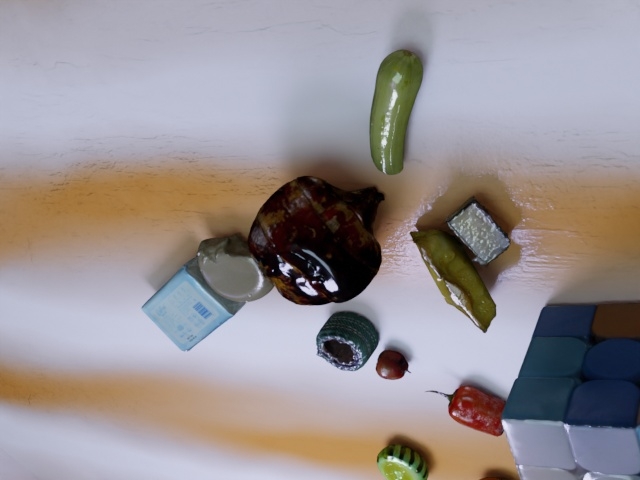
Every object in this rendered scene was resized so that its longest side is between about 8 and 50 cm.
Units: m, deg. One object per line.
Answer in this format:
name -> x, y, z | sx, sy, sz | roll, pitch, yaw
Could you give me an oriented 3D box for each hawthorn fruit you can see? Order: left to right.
hawthorn fruit -> 0.166, 0.291, 1.796 | 0.077, 0.077, 0.077 | 16, 129, 20

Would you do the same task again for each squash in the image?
squash -> 0.135, -0.237, 1.426 | 0.083, 0.083, 0.250 | 21, 133, 16

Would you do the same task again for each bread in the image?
bread -> 0.211, 0.578, 1.973 | 0.139, 0.071, 0.130 | 30, 135, 6
bread -> 0.269, 0.070, 1.531 | 0.088, 0.160, 0.233 | -31, 101, 12

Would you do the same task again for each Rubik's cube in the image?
Rubik's cube -> 0.570, 0.344, 1.412 | 0.347, 0.344, 0.346 | -4, 118, 32

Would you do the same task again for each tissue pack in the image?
tissue pack -> -0.329, 0.165, 1.983 | 0.177, 0.089, 0.263 | 46, 135, -5

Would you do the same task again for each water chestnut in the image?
water chestnut -> 0.000, 0.000, 1.571 | 0.289, 0.244, 0.289 | 17, 137, 17

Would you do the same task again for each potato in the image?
potato -> 0.303, -0.018, 1.484 | 0.086, 0.061, 0.122 | -39, 100, 17

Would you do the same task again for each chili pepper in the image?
chili pepper -> 0.328, 0.374, 1.748 | 0.192, 0.086, 0.084 | 20, 159, 5

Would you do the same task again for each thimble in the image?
thimble -> 0.061, 0.236, 1.802 | 0.135, 0.090, 0.118 | 17, 127, 22

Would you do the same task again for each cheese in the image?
cheese -> -0.181, 0.063, 1.820 | 0.203, 0.091, 0.175 | -6, 118, 32

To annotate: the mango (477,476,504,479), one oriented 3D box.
mango -> 0.441, 0.628, 1.871 | 0.159, 0.084, 0.105 | 19, 116, -8
